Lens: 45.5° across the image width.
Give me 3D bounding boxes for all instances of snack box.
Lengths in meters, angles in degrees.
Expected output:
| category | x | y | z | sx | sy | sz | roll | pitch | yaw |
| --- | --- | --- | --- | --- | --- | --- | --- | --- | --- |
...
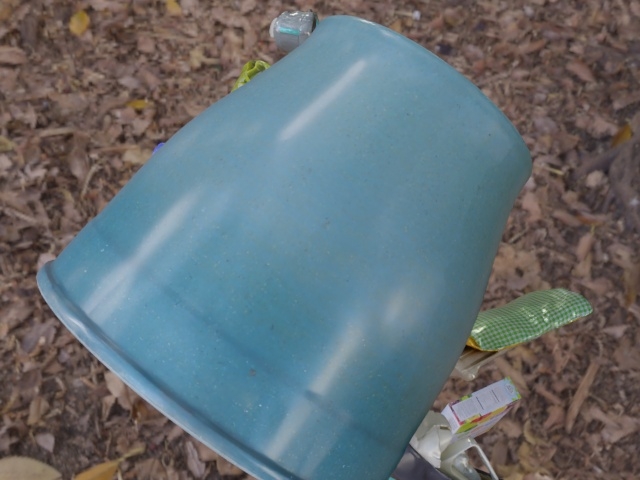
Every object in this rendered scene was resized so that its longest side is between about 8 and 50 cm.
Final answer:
| category | x | y | z | sx | sy | sz | roll | pitch | yaw |
| --- | --- | --- | --- | --- | --- | --- | --- | --- | --- |
| snack box | 0.207 | 0.246 | 1.058 | 0.100 | 0.141 | 0.037 | -18 | 63 | -20 |

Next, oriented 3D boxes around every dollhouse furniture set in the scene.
| category | x | y | z | sx | sy | sz | roll | pitch | yaw |
| --- | --- | --- | --- | --- | --- | --- | --- | --- | --- |
| dollhouse furniture set | 0.168 | 0.083 | 0.992 | 0.198 | 0.301 | 0.151 | -25 | 84 | -19 |

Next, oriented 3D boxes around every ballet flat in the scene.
| category | x | y | z | sx | sy | sz | roll | pitch | yaw |
| --- | --- | --- | --- | --- | --- | --- | --- | --- | --- |
| ballet flat | 0.097 | 0.186 | 0.658 | 0.203 | 0.074 | 0.074 | 41 | 40 | -24 |
| ballet flat | -0.036 | -0.296 | 1.083 | 0.068 | 0.072 | 0.213 | 7 | 12 | -1 |

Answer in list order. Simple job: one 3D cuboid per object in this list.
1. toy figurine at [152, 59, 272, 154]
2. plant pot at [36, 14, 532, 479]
| category | x | y | z | sx | sy | sz | roll | pitch | yaw |
| --- | --- | --- | --- | --- | --- | --- | --- | --- | --- |
| toy figurine | -0.138 | -0.039 | 0.935 | 0.217 | 0.362 | 0.191 | -27 | 79 | -19 |
| plant pot | 0.000 | 0.000 | 0.525 | 0.272 | 0.271 | 0.255 | 35 | 87 | 26 |
